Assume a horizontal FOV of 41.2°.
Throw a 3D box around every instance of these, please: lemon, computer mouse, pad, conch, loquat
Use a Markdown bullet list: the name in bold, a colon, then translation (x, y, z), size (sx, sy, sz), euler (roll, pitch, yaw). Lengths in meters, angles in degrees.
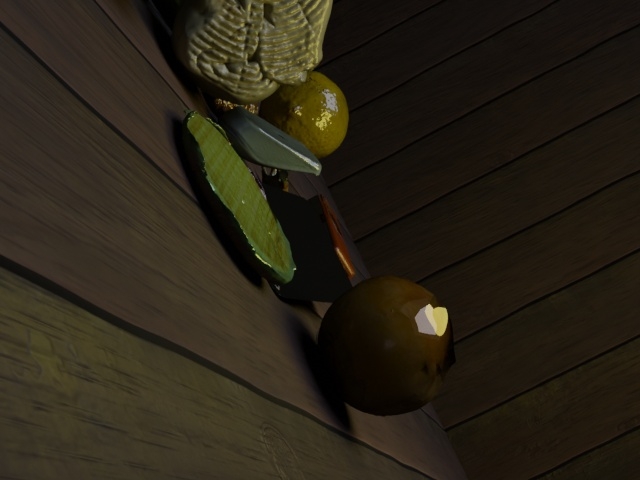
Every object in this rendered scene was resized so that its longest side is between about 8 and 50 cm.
- **lemon**: translation (-0.043, -0.336, 2.307), size (0.267, 0.267, 0.267), euler (61, 6, -11)
- **computer mouse**: translation (-0.102, -0.182, 1.653), size (0.231, 0.079, 0.128), euler (26, 20, -32)
- **pad**: translation (-0.081, -0.012, 1.545), size (0.375, 0.063, 0.315), euler (17, 46, -65)
- **conch**: translation (-0.293, -0.489, 1.658), size (0.095, 0.079, 0.200), euler (50, -22, 46)
- **loquat**: translation (0.106, 0.171, 1.389), size (0.235, 0.235, 0.235), euler (61, 6, -11)

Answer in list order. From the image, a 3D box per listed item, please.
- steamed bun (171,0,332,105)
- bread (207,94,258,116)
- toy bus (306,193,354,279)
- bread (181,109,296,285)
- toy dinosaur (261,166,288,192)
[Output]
- **steamed bun**: translation (-0.139, -0.396, 1.574), size (0.276, 0.289, 0.203), euler (30, -6, -33)
- **bread**: translation (-0.175, -0.282, 1.749), size (0.105, 0.076, 0.233), euler (61, 7, -2)
- **toy bus**: translation (0.000, 0.000, 1.899), size (0.093, 0.092, 0.409), euler (58, 6, -20)
- **bread**: translation (-0.128, -0.065, 1.284), size (0.301, 0.045, 0.301), euler (59, 8, -13)
- **toy dinosaur**: translation (-0.091, -0.075, 1.724), size (0.142, 0.057, 0.212), euler (102, -16, -72)
